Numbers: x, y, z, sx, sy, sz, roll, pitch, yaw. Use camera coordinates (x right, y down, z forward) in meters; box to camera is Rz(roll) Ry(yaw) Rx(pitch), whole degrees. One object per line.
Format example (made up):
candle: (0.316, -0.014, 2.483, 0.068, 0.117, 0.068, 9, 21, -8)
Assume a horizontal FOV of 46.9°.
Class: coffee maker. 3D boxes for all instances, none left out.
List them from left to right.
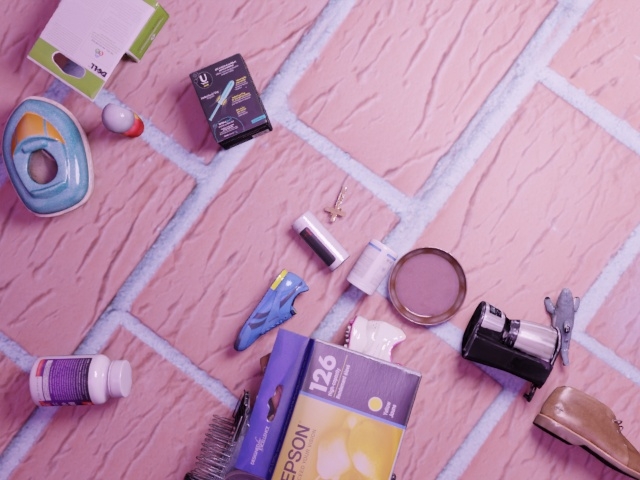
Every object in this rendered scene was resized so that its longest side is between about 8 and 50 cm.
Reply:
coffee maker: (0.386, 0.231, 1.534, 0.178, 0.120, 0.171, 19, 90, 4)

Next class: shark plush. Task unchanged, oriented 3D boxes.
shark plush: (0.506, 0.180, 1.554, 0.073, 0.067, 0.161, 12, 89, 3)

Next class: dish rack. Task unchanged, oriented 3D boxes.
dish rack: (-0.216, 0.439, 1.525, 0.074, 0.208, 0.272, 22, 89, -8)

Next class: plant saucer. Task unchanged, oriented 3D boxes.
plant saucer: (0.231, 0.097, 1.592, 0.168, 0.029, 0.168, 0, 88, 3)

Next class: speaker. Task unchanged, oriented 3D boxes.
speaker: (0.000, 0.000, 1.595, 0.055, 0.055, 0.136, -42, 87, 1)

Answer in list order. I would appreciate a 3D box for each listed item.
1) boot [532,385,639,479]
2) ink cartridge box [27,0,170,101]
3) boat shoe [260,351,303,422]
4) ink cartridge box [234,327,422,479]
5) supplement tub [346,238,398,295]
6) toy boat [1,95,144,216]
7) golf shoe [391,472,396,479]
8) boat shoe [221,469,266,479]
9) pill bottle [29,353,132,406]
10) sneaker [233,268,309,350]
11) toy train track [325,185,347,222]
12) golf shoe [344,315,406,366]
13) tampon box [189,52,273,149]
boot: (0.604, 0.410, 1.529, 0.305, 0.112, 0.115, 31, 80, 6)
ink cartridge box: (-0.485, -0.450, 1.615, 0.188, 0.097, 0.255, 34, 92, 3)
boat shoe: (-0.057, 0.384, 1.563, 0.116, 0.123, 0.324, -12, 79, 7)
ink cartridge box: (0.012, 0.360, 1.464, 0.307, 0.072, 0.304, 17, 84, 6)
supplement tub: (0.110, 0.056, 1.579, 0.071, 0.071, 0.107, 34, 91, 4)
toy boat: (-0.536, -0.210, 1.584, 0.318, 0.148, 0.268, -22, 87, 3)
golf shoe: (0.061, 0.525, 1.576, 0.198, 0.077, 0.094, -32, 70, 0)
boat shoe: (-0.087, 0.612, 1.557, 0.320, 0.103, 0.118, 43, 91, 3)
pill bottle: (-0.512, 0.300, 1.589, 0.193, 0.108, 0.108, -2, 88, 4)
sneaker: (-0.105, 0.164, 1.590, 0.082, 0.069, 0.209, 36, 90, 0)
toy train track: (0.040, -0.079, 1.616, 0.048, 0.014, 0.083, 19, 84, 11)
golf shoe: (0.108, 0.316, 1.554, 0.140, 0.115, 0.306, 6, 90, 0)
tampon box: (-0.190, -0.296, 1.590, 0.120, 0.101, 0.161, -22, 87, 2)
